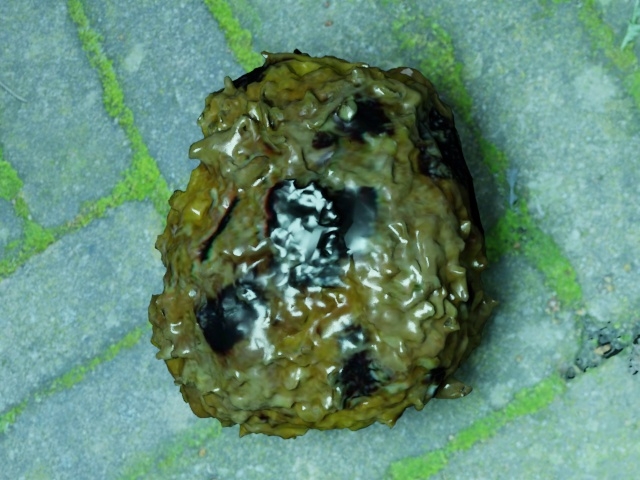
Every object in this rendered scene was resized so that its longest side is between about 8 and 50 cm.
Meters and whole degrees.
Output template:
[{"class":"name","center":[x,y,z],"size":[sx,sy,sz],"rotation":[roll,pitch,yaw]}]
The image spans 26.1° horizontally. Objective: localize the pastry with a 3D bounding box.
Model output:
[{"class":"pastry","center":[0.010,0.013,1.364],"size":[0.337,0.292,0.405],"rotation":[15,87,25]}]
